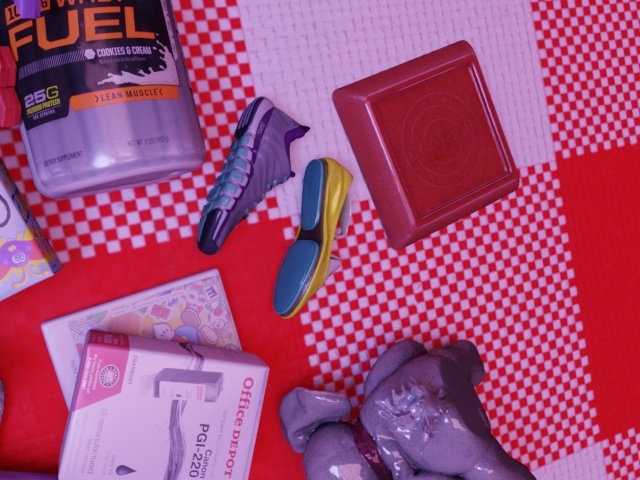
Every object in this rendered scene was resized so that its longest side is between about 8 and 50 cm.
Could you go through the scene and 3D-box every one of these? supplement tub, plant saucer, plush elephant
[{"bbox_3d":[-0.253,-0.217,0.669,0.193,0.193,0.316,-15,95,-20],"label":"supplement tub"},{"bbox_3d":[0.179,-0.151,0.910,0.258,0.047,0.259,-26,98,-19],"label":"plant saucer"},{"bbox_3d":[0.095,0.279,0.792,0.330,0.255,0.272,27,35,-50],"label":"plush elephant"}]

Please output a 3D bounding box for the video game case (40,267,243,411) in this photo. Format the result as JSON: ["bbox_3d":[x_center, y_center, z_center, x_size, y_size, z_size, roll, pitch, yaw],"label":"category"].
[{"bbox_3d":[-0.213,0.167,0.777,0.226,0.026,0.207,-18,97,-20],"label":"video game case"}]

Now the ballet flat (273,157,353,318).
[{"bbox_3d":[0.000,0.000,0.834,0.077,0.077,0.231,18,82,-36],"label":"ballet flat"}]

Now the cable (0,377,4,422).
[{"bbox_3d":[-0.398,0.291,0.683,0.139,0.072,0.288,17,86,-22],"label":"cable"}]

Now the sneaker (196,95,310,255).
[{"bbox_3d":[-0.084,-0.075,0.796,0.098,0.083,0.224,25,81,-24],"label":"sneaker"}]

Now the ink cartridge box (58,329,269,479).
[{"bbox_3d":[-0.186,0.207,0.726,0.217,0.092,0.159,12,87,-21],"label":"ink cartridge box"}]

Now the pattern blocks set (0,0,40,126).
[{"bbox_3d":[-0.361,-0.305,0.591,0.026,0.285,0.325,-17,59,-46],"label":"pattern blocks set"}]

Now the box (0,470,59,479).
[{"bbox_3d":[-0.314,0.376,0.681,0.293,0.057,0.201,21,81,-36],"label":"box"}]

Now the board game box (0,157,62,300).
[{"bbox_3d":[-0.413,-0.054,0.638,0.144,0.142,0.275,-30,100,-18],"label":"board game box"}]
